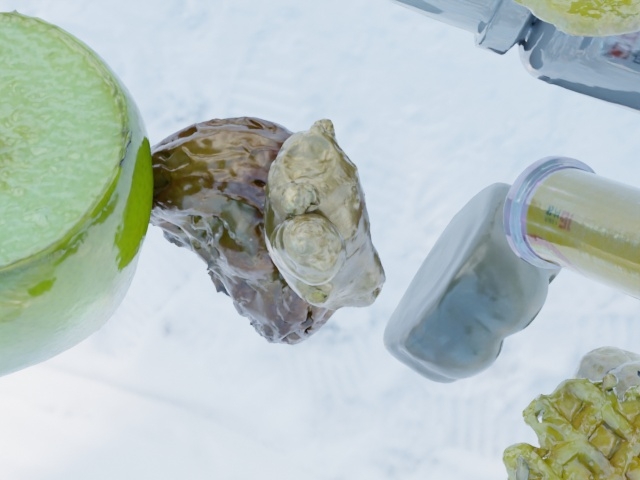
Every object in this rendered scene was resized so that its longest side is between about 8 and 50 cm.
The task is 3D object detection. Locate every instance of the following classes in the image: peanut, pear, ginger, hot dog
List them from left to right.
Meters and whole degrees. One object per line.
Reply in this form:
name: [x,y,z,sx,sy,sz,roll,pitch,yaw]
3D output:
pear: [-0.280,-0.017,1.396,0.318,0.238,0.342,94,156,-51]
hot dog: [-0.079,-0.020,1.543,0.174,0.387,0.267,-44,94,-7]
ginger: [-0.003,-0.014,1.015,0.081,0.205,0.115,-27,76,-2]
peanut: [0.466,0.242,2.124,0.152,0.313,0.152,-2,103,-9]

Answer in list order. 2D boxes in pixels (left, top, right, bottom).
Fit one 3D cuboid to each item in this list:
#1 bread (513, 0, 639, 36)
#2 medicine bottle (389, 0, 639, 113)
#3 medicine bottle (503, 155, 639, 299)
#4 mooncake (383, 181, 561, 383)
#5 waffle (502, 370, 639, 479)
bread: [0.164,-0.218,0.763,0.197,0.170,0.197,1,86,-10]
medicine bottle: [0.226,-0.239,1.146,0.306,0.245,0.245,18,118,-1]
medicine bottle: [0.303,0.020,1.168,0.426,0.108,0.108,-151,51,-63]
mooncake: [0.199,0.061,1.832,0.135,0.275,0.275,37,124,-5]
waffle: [0.255,0.245,1.123,0.060,0.262,0.281,142,130,-60]
